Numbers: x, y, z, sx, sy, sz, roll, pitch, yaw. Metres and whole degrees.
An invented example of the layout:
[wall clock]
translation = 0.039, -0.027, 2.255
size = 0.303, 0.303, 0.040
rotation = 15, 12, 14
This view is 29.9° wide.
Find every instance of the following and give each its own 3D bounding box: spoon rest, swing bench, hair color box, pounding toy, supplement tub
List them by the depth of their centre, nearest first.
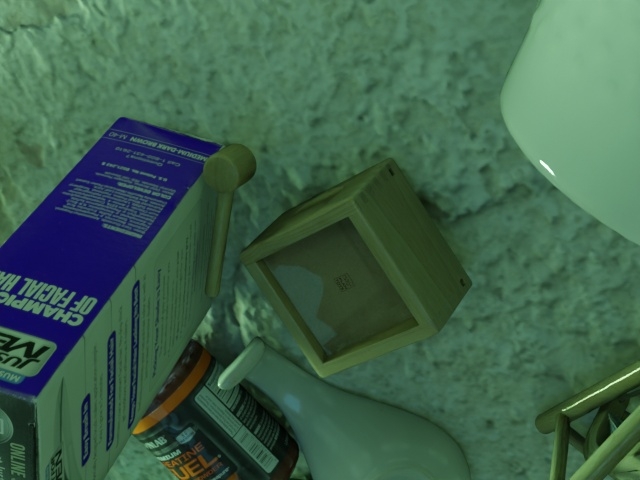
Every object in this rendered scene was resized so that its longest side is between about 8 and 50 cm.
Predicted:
[hair color box]
translation = -0.185, 0.068, 0.932
size = 0.110, 0.339, 0.185
rotation = 15, 126, 8
[swing bench]
translation = 0.341, 0.192, 0.952
size = 0.253, 0.165, 0.254
rotation = 39, 121, -8
[pounding toy]
translation = -0.010, -0.001, 0.987
size = 0.181, 0.094, 0.206
rotation = -26, 102, 36
[spoon rest]
translation = 0.023, 0.185, 1.100
size = 0.276, 0.084, 0.137
rotation = 43, 94, -15
[supplement tub]
translation = -0.119, 0.164, 1.122
size = 0.106, 0.106, 0.198
rotation = -34, 107, 33

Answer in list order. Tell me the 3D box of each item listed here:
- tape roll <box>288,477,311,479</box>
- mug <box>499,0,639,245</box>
[tape roll]
translation = -0.021, 0.390, 1.243
size = 0.321, 0.077, 0.321
rotation = 5, 122, 9
[mug]
translation = 0.332, -0.163, 0.673
size = 0.374, 0.276, 0.328
rotation = 7, 123, -23
